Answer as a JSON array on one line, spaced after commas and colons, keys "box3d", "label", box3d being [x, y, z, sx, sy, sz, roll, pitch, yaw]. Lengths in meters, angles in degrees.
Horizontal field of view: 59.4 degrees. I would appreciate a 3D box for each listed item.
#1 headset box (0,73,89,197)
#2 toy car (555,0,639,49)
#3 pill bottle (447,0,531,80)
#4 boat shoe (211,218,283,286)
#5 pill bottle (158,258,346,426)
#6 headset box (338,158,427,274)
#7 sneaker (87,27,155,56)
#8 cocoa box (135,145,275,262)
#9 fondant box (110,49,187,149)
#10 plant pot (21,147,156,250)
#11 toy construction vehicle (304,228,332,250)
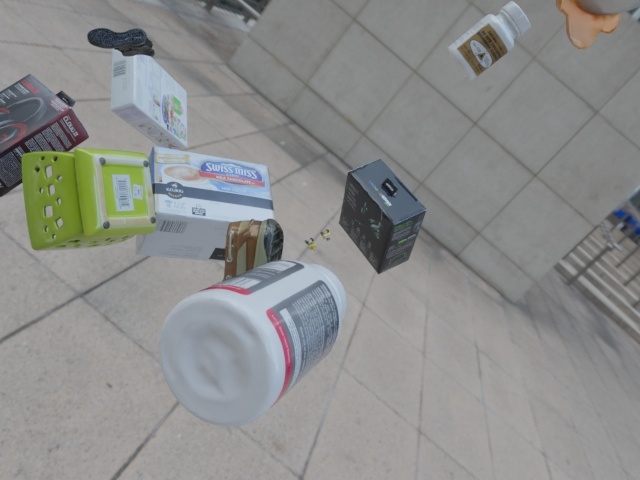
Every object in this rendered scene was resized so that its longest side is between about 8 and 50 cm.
[{"box3d": [-0.755, -0.280, 1.416, 0.218, 0.293, 0.110, 37, -23, 27], "label": "headset box"}, {"box3d": [0.306, -0.296, 0.526, 0.210, 0.238, 0.219, 4, 29, -33], "label": "toy car"}, {"box3d": [0.518, -0.614, 1.724, 0.131, 0.229, 0.131, 46, 19, -20], "label": "pill bottle"}, {"box3d": [-0.155, 0.113, 1.100, 0.119, 0.324, 0.122, 7, -12, 9], "label": "boat shoe"}, {"box3d": [-0.073, 0.125, 0.827, 0.176, 0.176, 0.318, 44, 22, 10], "label": "pill bottle"}, {"box3d": [0.189, -0.080, 1.781, 0.131, 0.283, 0.246, -24, 58, -22], "label": "headset box"}, {"box3d": [-0.501, -0.495, 1.418, 0.170, 0.089, 0.051, -14, 85, -27], "label": "sneaker"}, {"box3d": [-0.334, -0.092, 1.614, 0.346, 0.231, 0.228, 7, 57, -27], "label": "cocoa box"}, {"box3d": [-0.584, -0.485, 1.941, 0.330, 0.096, 0.239, 40, 42, -66], "label": "fondant box"}, {"box3d": [-0.520, -0.100, 1.301, 0.227, 0.207, 0.228, -7, 91, -60], "label": "plant pot"}, {"box3d": [0.000, 0.000, 1.688, 0.035, 0.085, 0.098, 67, -11, -9], "label": "toy construction vehicle"}]
